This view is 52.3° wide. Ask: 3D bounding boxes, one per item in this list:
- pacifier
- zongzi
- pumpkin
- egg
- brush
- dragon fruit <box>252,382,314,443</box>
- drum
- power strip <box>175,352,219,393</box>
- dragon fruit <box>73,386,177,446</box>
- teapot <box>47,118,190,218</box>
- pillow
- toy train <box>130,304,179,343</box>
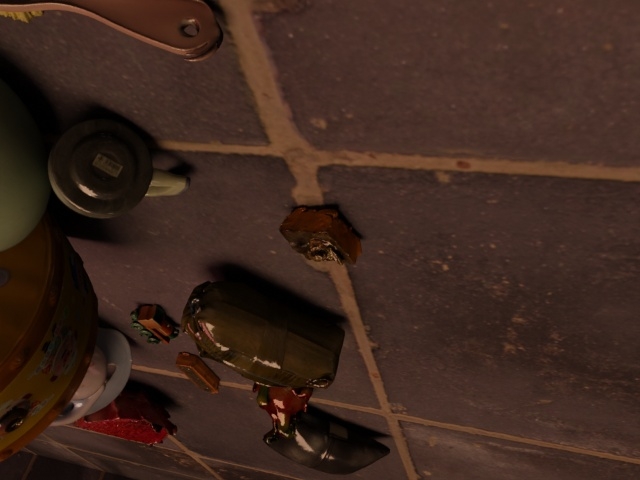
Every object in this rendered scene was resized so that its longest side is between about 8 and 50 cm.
[{"bbox_3d":[-0.541,0.242,1.340,0.287,0.238,0.226,36,173,-31],"label":"pacifier"},{"bbox_3d":[-0.130,0.165,1.064,0.251,0.125,0.274,29,153,-20],"label":"zongzi"},{"bbox_3d":[0.000,0.000,0.799,0.074,0.054,0.083,0,150,34],"label":"pumpkin"},{"bbox_3d":[-0.395,-0.092,0.726,0.168,0.168,0.230,6,124,19],"label":"egg"},{"bbox_3d":[-0.236,-0.216,0.578,0.313,0.072,0.067,14,172,-1],"label":"brush"},{"bbox_3d":[-0.069,0.326,1.315,0.138,0.175,0.142,2,178,41],"label":"dragon fruit"},{"bbox_3d":[-0.525,0.096,0.865,0.431,0.431,0.214,14,151,6],"label":"drum"},{"bbox_3d":[-0.261,0.294,1.420,0.049,0.028,0.178,3,147,21],"label":"power strip"},{"bbox_3d":[-0.469,0.435,1.673,0.161,0.126,0.274,-20,144,31],"label":"dragon fruit"},{"bbox_3d":[-0.247,-0.085,0.768,0.108,0.149,0.111,-7,105,59],"label":"teapot"},{"bbox_3d":[0.010,0.470,1.491,0.250,0.106,0.186,23,142,-13],"label":"pillow"},{"bbox_3d":[-0.306,0.158,1.217,0.064,0.044,0.103,-10,141,21],"label":"toy train"}]
